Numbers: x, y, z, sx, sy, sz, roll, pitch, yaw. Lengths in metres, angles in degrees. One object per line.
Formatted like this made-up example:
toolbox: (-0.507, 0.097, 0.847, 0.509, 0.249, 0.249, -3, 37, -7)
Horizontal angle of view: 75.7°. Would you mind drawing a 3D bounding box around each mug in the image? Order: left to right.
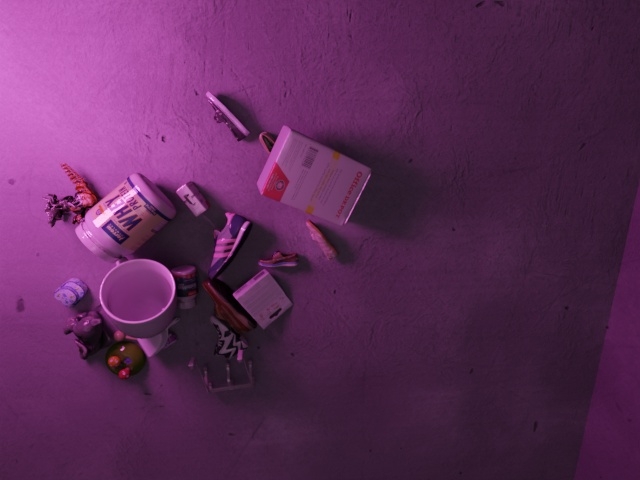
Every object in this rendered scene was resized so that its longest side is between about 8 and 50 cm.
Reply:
mug: (-0.774, 0.234, 1.750, 0.276, 0.328, 0.374, -27, 71, -28)

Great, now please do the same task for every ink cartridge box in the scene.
ink cartridge box: (-0.540, -0.178, 1.752, 0.056, 0.099, 0.135, -34, 105, 6)
ink cartridge box: (-0.265, 0.273, 1.917, 0.189, 0.066, 0.232, -40, 127, -11)
ink cartridge box: (-0.028, -0.260, 1.708, 0.385, 0.160, 0.279, 22, 104, -23)

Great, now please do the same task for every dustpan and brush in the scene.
dustpan and brush: (-0.748, 0.425, 1.926, 0.211, 0.060, 0.147, -37, 83, 11)

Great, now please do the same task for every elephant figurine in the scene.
elephant figurine: (-1.038, 0.450, 1.863, 0.170, 0.186, 0.239, -13, 107, -16)

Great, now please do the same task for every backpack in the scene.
backpack: (-1.105, 0.231, 1.828, 0.114, 0.084, 0.105, -41, 107, 4)

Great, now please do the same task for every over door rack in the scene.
over door rack: (-0.449, 0.606, 1.943, 0.240, 0.108, 0.324, -8, 137, -2)

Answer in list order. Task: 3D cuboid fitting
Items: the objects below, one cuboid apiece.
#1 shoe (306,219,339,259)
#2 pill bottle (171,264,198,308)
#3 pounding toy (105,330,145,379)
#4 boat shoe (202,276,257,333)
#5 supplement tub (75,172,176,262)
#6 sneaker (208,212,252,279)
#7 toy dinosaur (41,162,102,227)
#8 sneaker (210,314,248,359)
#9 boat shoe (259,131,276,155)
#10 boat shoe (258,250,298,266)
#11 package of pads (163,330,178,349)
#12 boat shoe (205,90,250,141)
shoe: (0.000, 0.000, 1.863, 0.058, 0.076, 0.219, -40, 107, 1)
pill bottle: (-0.607, 0.209, 1.853, 0.108, 0.108, 0.180, -2, 107, -4)
pounding toy: (-0.918, 0.556, 1.924, 0.183, 0.110, 0.236, 22, 103, -11)
boat shoe: (-0.432, 0.313, 1.894, 0.120, 0.122, 0.324, -36, 106, 11)
supplement tub: (-0.778, -0.088, 1.661, 0.325, 0.235, 0.235, -43, 105, -5)
sneaker: (-0.431, 0.021, 1.830, 0.131, 0.112, 0.319, 34, 98, 4)
toy dinosaur: (-1.007, -0.151, 1.720, 0.219, 0.164, 0.321, -17, 89, -15)
sneaker: (-0.470, 0.470, 1.946, 0.153, 0.094, 0.235, -42, 115, -2)
boat shoe: (-0.191, -0.373, 1.741, 0.068, 0.072, 0.190, -42, 105, 7)
boat shoe: (-0.191, 0.082, 1.881, 0.183, 0.066, 0.066, -2, 102, -15)
package of pads: (-0.726, 0.475, 1.958, 0.083, 0.032, 0.050, -34, 109, 5)
boat shoe: (-0.394, -0.502, 1.689, 0.076, 0.080, 0.228, -43, 113, 6)
